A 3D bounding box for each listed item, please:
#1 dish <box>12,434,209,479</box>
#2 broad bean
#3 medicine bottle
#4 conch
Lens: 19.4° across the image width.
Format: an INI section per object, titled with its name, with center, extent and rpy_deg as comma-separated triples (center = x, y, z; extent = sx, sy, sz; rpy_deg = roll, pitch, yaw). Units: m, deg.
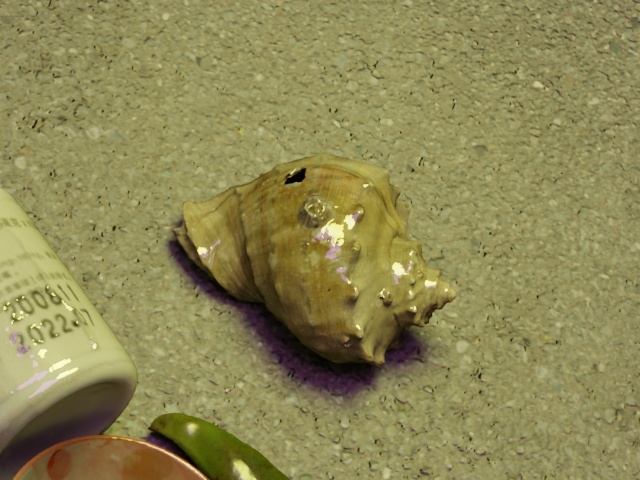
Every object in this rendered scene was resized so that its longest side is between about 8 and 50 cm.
[dish]
center = -0.205, 0.325, 1.867
extent = 0.260, 0.085, 0.260
rpy_deg = 16, 43, -15
[broad bean]
center = -0.041, 0.283, 1.962
extent = 0.339, 0.061, 0.077
rpy_deg = 35, 50, 8
[medicine bottle]
center = -0.372, 0.058, 1.937
extent = 0.211, 0.211, 0.371
rpy_deg = -29, 69, -27
[conch]
center = 0.005, -0.007, 2.096
extent = 0.324, 0.186, 0.263
rpy_deg = 27, 39, 3
